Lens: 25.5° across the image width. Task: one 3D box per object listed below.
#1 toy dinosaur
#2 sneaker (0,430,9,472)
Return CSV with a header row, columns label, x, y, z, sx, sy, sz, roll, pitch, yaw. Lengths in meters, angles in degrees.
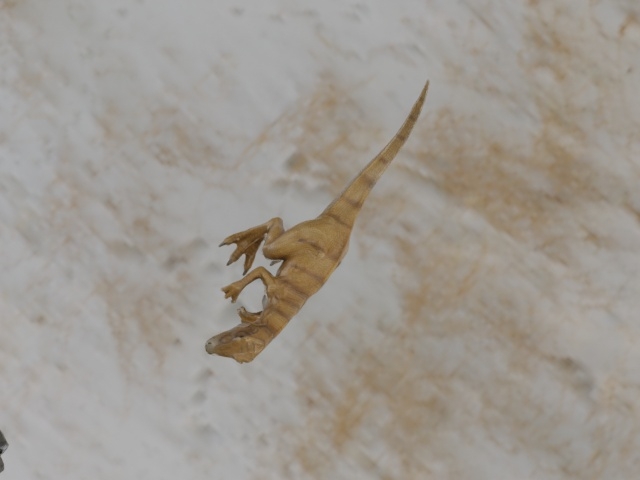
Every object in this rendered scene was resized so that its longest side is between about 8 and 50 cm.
label,x,y,z,sx,sy,sz,roll,pitch,yaw
toy dinosaur,0.000,0.000,0.898,0.064,0.211,0.112,43,160,-26
sneaker,-0.214,0.059,0.692,0.147,0.296,0.104,40,119,-14
